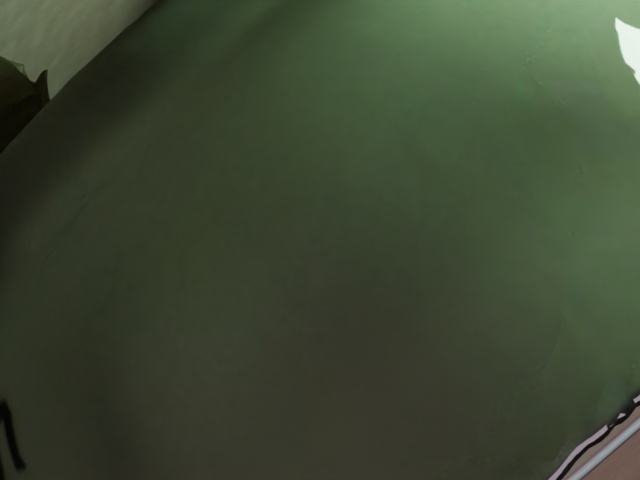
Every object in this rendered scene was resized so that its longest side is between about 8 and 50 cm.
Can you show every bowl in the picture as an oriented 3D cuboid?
[{"bbox_3d":[0.000,0.000,0.673,0.354,0.185,0.354,-42,-179,1],"label":"bowl"}]

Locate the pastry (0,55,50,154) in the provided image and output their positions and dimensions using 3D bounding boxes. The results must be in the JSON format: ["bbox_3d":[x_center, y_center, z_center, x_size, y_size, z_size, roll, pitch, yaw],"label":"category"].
[{"bbox_3d":[-0.180,0.012,0.751,0.182,0.093,0.192,-41,152,-37],"label":"pastry"}]
